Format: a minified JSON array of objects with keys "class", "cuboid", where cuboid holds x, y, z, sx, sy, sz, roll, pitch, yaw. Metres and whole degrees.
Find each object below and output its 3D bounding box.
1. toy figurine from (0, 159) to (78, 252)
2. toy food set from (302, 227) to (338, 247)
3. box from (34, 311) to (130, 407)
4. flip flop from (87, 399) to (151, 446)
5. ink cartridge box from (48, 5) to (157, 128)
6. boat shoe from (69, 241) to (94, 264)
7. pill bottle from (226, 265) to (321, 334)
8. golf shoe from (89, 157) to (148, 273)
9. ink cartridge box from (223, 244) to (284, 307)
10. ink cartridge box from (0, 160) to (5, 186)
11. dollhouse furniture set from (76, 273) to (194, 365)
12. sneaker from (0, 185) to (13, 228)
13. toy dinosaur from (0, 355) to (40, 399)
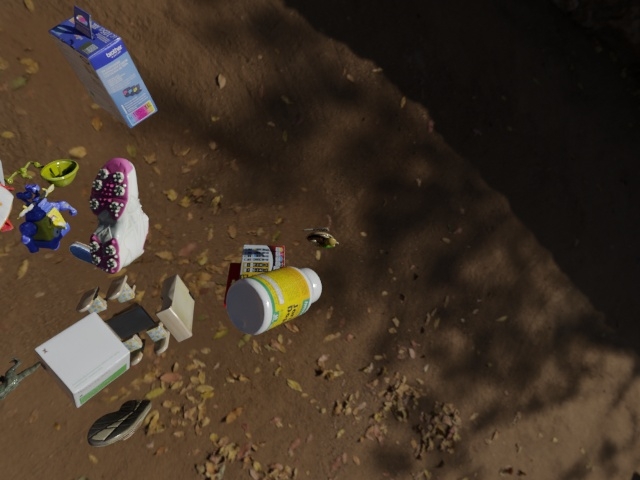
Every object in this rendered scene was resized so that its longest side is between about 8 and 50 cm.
[{"class":"toy figurine","cuboid":[-0.860,-0.076,1.236,0.191,0.362,0.217,-4,126,1]},{"class":"toy food set","cuboid":[0.000,0.000,1.733,0.132,0.192,0.038,-3,69,17]},{"class":"box","cuboid":[-0.392,0.198,0.675,0.102,0.087,0.101,42,48,10]},{"class":"flip flop","cuboid":[-0.610,0.570,1.251,0.112,0.277,0.080,7,88,-2]},{"class":"ink cartridge box","cuboid":[-0.831,-0.663,1.540,0.270,0.395,0.151,35,69,20]},{"class":"boat shoe","cuboid":[-0.867,0.047,1.538,0.066,0.066,0.183,-19,143,14]},{"class":"pill bottle","cuboid":[-0.091,0.121,0.881,0.208,0.118,0.117,-12,96,-55]},{"class":"golf shoe","cuboid":[-0.513,-0.069,1.052,0.115,0.140,0.306,23,111,14]},{"class":"ink cartridge box","cuboid":[-0.304,0.165,1.888,0.272,0.309,0.130,1,128,-7]},{"class":"ink cartridge box","cuboid":[-1.208,-0.284,1.459,0.045,0.223,0.224,-20,61,-26]},{"class":"dollhouse furniture set","cuboid":[-0.763,0.350,1.731,0.394,0.256,0.362,-24,121,0]},{"class":"sneaker","cuboid":[-0.498,0.011,0.530,0.084,0.083,0.215,40,68,-14]},{"class":"toy dinosaur","cuboid":[-1.059,0.469,1.383,0.268,0.118,0.064,-46,136,-25]}]
